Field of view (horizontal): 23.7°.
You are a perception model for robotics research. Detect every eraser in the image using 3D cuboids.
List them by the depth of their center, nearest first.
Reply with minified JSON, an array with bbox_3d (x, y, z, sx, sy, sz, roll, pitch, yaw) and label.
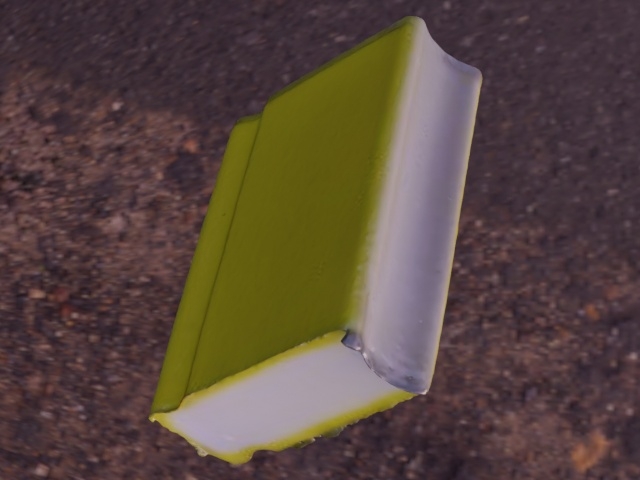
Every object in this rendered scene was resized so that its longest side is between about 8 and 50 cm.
[{"bbox_3d":[0.000,0.000,0.811,0.069,0.158,0.226,36,47,-27],"label":"eraser"}]
